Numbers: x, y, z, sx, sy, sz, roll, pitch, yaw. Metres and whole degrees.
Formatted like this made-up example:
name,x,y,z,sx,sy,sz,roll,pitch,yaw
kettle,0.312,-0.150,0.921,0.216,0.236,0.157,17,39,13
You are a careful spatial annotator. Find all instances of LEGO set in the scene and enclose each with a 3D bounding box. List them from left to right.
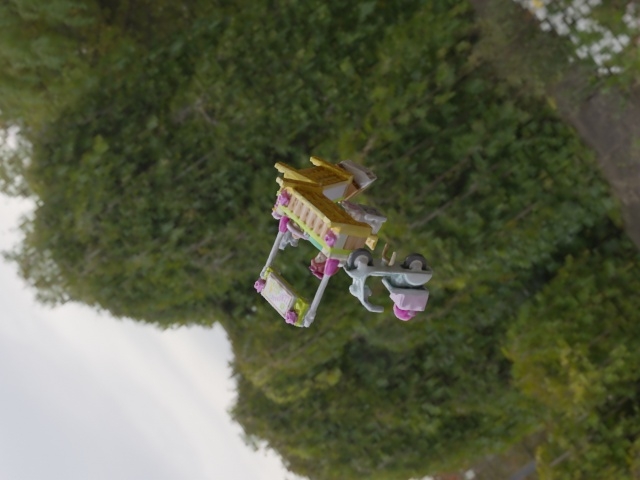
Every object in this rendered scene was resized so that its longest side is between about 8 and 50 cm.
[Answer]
name,x,y,z,sx,sy,sz,roll,pitch,yaw
LEGO set,0.000,0.000,0.974,0.132,0.107,0.287,17,-162,-17
